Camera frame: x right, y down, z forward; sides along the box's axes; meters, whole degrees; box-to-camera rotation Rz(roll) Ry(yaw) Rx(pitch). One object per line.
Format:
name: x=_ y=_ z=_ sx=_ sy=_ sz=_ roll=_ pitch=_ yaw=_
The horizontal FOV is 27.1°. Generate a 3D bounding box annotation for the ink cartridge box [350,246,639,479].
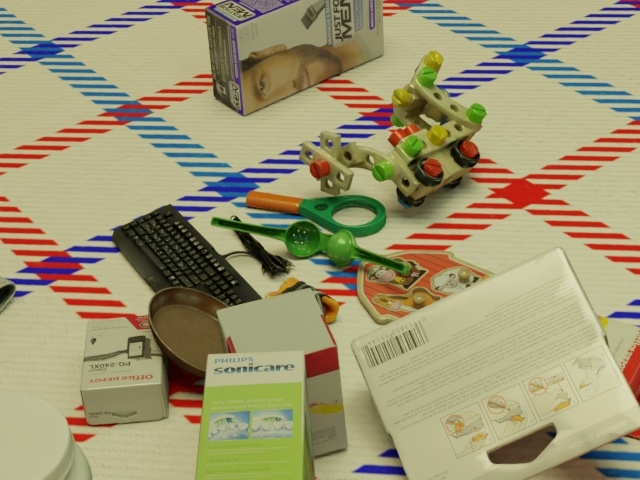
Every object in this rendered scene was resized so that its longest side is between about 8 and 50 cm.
ink cartridge box: x=0.219 y=0.182 z=1.647 sx=0.296 sy=0.066 sz=0.261 roll=-25 pitch=62 yaw=6

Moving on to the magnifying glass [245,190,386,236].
magnifying glass: x=-0.008 y=-0.049 z=2.111 sx=0.231 sy=0.026 sz=0.092 roll=11 pitch=38 yaw=17

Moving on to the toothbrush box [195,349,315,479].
toothbrush box: x=-0.068 y=0.291 z=1.482 sx=0.122 sy=0.206 sz=0.283 roll=-4 pitch=35 yaw=1

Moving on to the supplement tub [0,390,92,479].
supplement tub: x=-0.328 y=0.316 z=1.414 sx=0.191 sy=0.272 sz=0.191 roll=-3 pitch=35 yaw=2

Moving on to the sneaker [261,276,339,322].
sneaker: x=-0.037 y=0.111 z=1.817 sx=0.083 sy=0.084 sz=0.215 roll=18 pitch=25 yaw=11

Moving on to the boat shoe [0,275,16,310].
boat shoe: x=-0.503 y=0.109 z=1.909 sx=0.063 sy=0.066 sz=0.184 roll=9 pitch=28 yaw=19

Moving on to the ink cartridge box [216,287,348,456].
ink cartridge box: x=-0.047 y=0.176 z=1.668 sx=0.127 sy=0.176 sz=0.128 roll=-14 pitch=36 yaw=-10

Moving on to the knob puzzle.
knob puzzle: x=0.137 y=0.060 z=1.936 sx=0.213 sy=0.030 sz=0.213 roll=-3 pitch=36 yaw=2

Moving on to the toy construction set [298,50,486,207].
toy construction set: x=0.134 y=-0.164 z=2.127 sx=0.328 sy=0.151 sz=0.215 roll=-32 pitch=75 yaw=-30

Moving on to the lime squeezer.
lime squeezer: x=0.000 y=0.000 z=1.979 sx=0.310 sy=0.110 sz=0.058 roll=15 pitch=79 yaw=18

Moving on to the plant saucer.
plant saucer: x=-0.164 y=0.131 z=1.810 sx=0.168 sy=0.029 sz=0.168 roll=25 pitch=30 yaw=-16

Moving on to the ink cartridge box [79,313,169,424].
ink cartridge box: x=-0.261 y=0.172 z=1.789 sx=0.109 sy=0.063 sz=0.150 roll=-5 pitch=35 yaw=-2

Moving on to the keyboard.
keyboard: x=-0.169 y=0.026 z=2.013 sx=0.201 sy=0.033 sz=0.317 roll=-22 pitch=40 yaw=-24

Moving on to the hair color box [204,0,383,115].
hair color box: x=-0.041 y=-0.381 z=2.436 sx=0.339 sy=0.185 sz=0.110 roll=-26 pitch=43 yaw=-27

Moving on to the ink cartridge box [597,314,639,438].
ink cartridge box: x=0.350 y=0.165 z=1.726 sx=0.231 sy=0.078 sz=0.134 roll=16 pitch=41 yaw=24
